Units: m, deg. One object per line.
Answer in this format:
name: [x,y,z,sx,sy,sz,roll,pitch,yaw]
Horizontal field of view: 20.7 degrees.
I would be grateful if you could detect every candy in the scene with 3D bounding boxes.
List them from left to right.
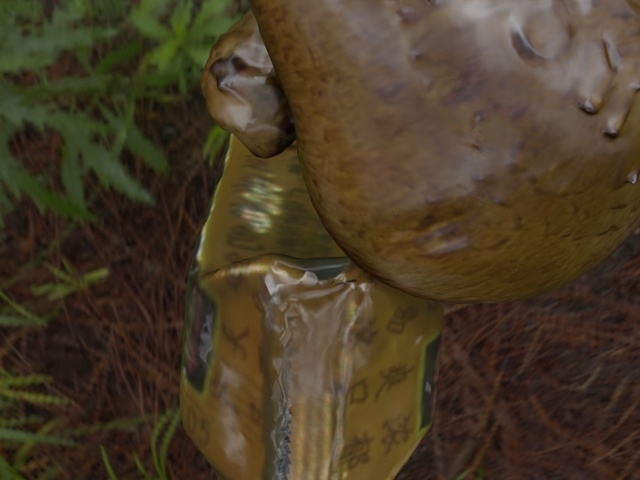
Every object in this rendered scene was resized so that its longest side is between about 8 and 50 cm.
candy: [0.000,0.000,0.750,0.101,0.271,0.143,5,118,0]

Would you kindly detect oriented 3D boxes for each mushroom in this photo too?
mushroom: [0.056,-0.097,0.560,0.194,0.138,0.231,-33,105,-21]
